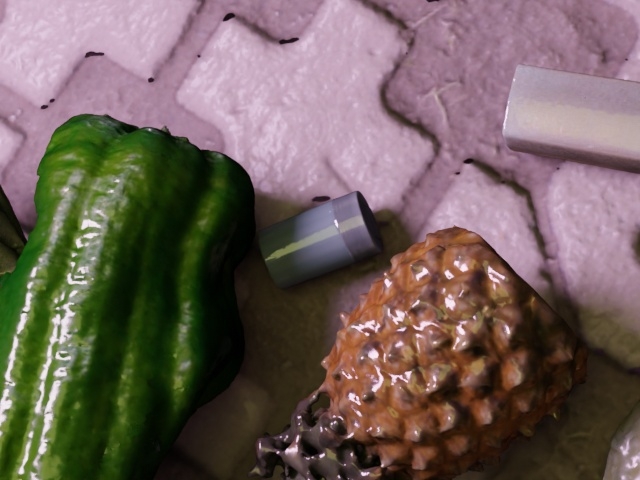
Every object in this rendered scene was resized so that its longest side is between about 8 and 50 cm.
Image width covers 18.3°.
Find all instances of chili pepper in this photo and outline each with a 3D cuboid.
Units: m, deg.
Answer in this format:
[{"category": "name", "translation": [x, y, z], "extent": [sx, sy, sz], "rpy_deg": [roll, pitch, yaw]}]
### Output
[{"category": "chili pepper", "translation": [-0.147, 0.092, 1.446], "extent": [0.168, 0.213, 0.384], "rpy_deg": [8, 71, 21]}]

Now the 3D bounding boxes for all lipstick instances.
[{"category": "lipstick", "translation": [0.264, -0.076, 1.444], "extent": [0.253, 0.079, 0.077], "rpy_deg": [9, 82, 18]}]

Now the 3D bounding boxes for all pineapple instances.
[{"category": "pineapple", "translation": [0.029, 0.149, 1.418], "extent": [0.340, 0.169, 0.169], "rpy_deg": [-44, 71, 5]}]

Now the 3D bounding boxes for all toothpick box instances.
[{"category": "toothpick box", "translation": [0.000, 0.000, 1.510], "extent": [0.083, 0.052, 0.052], "rpy_deg": [-21, 74, 11]}]

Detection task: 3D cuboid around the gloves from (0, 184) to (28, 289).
[{"category": "gloves", "translation": [-0.265, 0.061, 1.535], "extent": [0.107, 0.135, 0.268], "rpy_deg": [-9, 93, -23]}]

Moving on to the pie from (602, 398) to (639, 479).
[{"category": "pie", "translation": [0.330, 0.212, 1.367], "extent": [0.306, 0.071, 0.306], "rpy_deg": [-2, 77, 11]}]
